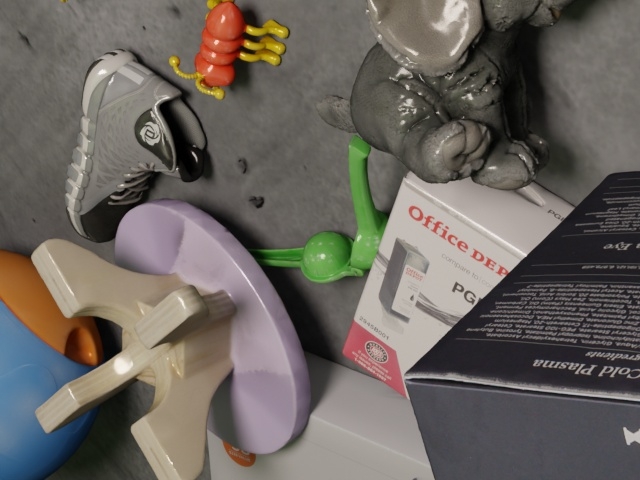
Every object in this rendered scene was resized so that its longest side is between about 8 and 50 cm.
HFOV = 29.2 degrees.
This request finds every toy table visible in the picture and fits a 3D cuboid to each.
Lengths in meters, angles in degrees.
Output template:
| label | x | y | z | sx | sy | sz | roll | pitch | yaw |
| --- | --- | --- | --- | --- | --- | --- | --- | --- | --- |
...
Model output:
| label | x | y | z | sx | sy | sz | roll | pitch | yaw |
| --- | --- | --- | --- | --- | --- | --- | --- | --- | --- |
| toy table | -0.145 | 0.098 | 1.155 | 0.274 | 0.161 | 0.252 | 48 | 126 | 14 |

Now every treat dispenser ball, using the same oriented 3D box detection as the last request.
| label | x | y | z | sx | sy | sz | roll | pitch | yaw |
| --- | --- | --- | --- | --- | --- | --- | --- | --- | --- |
| treat dispenser ball | -0.391 | 0.150 | 1.403 | 0.288 | 0.288 | 0.288 | 21 | 128 | 29 |

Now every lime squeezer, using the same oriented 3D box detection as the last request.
| label | x | y | z | sx | sy | sz | roll | pitch | yaw |
| --- | --- | --- | --- | --- | --- | --- | --- | --- | --- |
| lime squeezer | 0.000 | 0.000 | 1.123 | 0.110 | 0.059 | 0.310 | 18 | 156 | -22 |

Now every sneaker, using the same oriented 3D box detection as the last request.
| label | x | y | z | sx | sy | sz | roll | pitch | yaw |
| --- | --- | --- | --- | --- | --- | --- | --- | --- | --- |
| sneaker | -0.182 | -0.069 | 1.238 | 0.132 | 0.086 | 0.229 | 28 | 131 | 20 |

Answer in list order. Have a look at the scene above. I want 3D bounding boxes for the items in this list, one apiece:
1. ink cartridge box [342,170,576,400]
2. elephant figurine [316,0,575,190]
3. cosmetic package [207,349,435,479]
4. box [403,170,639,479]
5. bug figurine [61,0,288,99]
| label | x | y | z | sx | sy | sz | roll | pitch | yaw |
| --- | --- | --- | --- | --- | --- | --- | --- | --- | --- |
| ink cartridge box | 0.126 | 0.046 | 1.052 | 0.158 | 0.092 | 0.218 | 33 | 131 | 18 |
| elephant figurine | 0.115 | -0.171 | 0.902 | 0.169 | 0.186 | 0.239 | -117 | 30 | -62 |
| cosmetic package | 0.056 | 0.283 | 1.262 | 0.377 | 0.097 | 0.284 | 18 | 124 | 30 |
| box | 0.250 | 0.163 | 0.866 | 0.179 | 0.312 | 0.343 | -1 | 116 | 40 |
| bug figurine | -0.152 | -0.261 | 1.097 | 0.279 | 0.072 | 0.216 | 33 | 133 | 19 |
